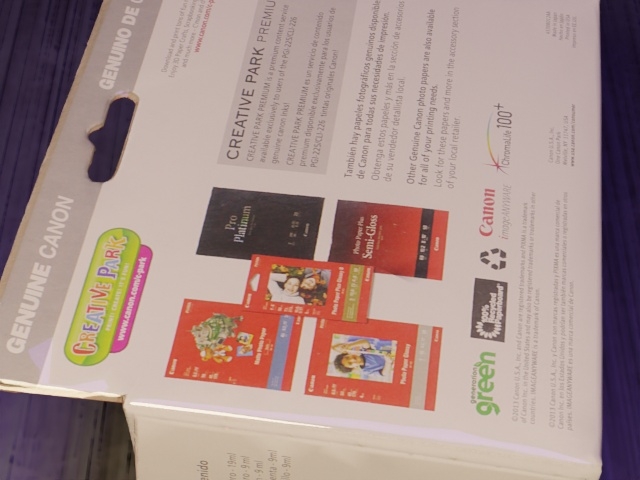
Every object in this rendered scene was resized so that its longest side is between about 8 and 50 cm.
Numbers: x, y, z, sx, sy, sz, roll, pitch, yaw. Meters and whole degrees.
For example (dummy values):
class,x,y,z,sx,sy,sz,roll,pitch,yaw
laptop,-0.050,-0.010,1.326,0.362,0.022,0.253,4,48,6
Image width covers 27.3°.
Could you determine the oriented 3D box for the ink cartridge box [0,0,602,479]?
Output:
class,x,y,z,sx,sy,sz,roll,pitch,yaw
ink cartridge box,0.000,0.000,0.683,0.272,0.130,0.309,8,50,3
